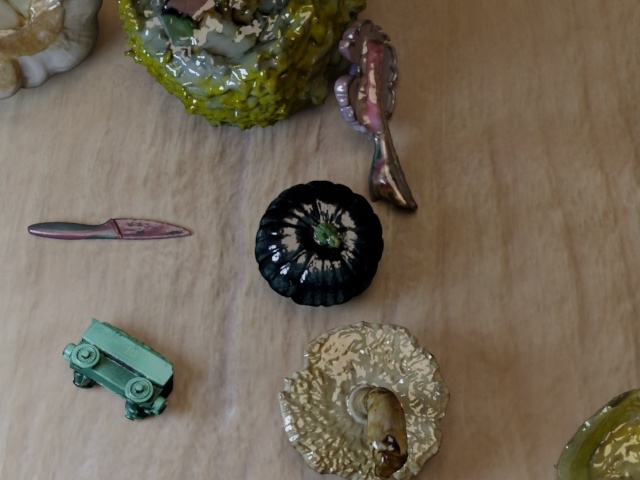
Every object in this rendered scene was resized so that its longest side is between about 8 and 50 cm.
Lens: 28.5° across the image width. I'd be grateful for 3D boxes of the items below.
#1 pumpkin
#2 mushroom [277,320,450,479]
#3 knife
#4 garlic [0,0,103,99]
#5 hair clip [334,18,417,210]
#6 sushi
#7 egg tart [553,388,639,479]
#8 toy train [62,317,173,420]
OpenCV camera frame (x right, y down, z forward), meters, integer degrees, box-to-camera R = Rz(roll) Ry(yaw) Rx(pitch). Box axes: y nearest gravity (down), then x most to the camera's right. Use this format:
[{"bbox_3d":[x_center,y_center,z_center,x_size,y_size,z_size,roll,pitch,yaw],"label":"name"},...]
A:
[{"bbox_3d":[-0.002,0.004,1.849,0.194,0.150,0.194,6,44,-5],"label":"pumpkin"},{"bbox_3d":[0.095,0.216,1.680,0.208,0.301,0.233,17,76,-29],"label":"mushroom"},{"bbox_3d":[-0.320,-0.017,1.918,0.247,0.018,0.035,1,62,-4],"label":"knife"},{"bbox_3d":[-0.461,-0.334,1.984,0.281,0.185,0.203,-46,46,1],"label":"garlic"},{"bbox_3d":[0.086,-0.187,1.950,0.069,0.173,0.300,-14,82,26],"label":"hair clip"},{"bbox_3d":[-0.111,-0.376,1.957,0.351,0.240,0.396,22,74,11],"label":"sushi"},{"bbox_3d":[0.440,0.309,1.711,0.252,0.098,0.232,-9,73,16],"label":"egg tart"},{"bbox_3d":[-0.282,0.183,1.797,0.172,0.070,0.099,29,57,11],"label":"toy train"}]
